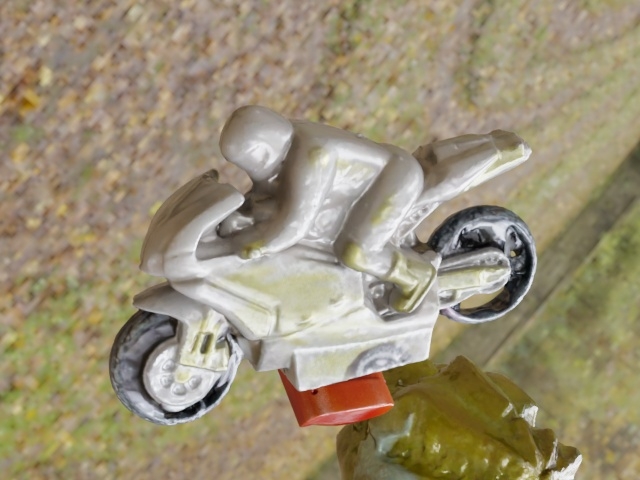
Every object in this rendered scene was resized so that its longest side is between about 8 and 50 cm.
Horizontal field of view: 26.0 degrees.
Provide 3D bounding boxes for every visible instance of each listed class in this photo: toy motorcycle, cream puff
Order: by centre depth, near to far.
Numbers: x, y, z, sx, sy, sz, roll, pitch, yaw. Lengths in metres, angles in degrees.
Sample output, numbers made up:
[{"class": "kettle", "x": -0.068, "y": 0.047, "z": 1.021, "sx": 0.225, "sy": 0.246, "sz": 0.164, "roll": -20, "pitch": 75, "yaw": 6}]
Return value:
[{"class": "toy motorcycle", "x": 0.000, "y": 0.000, "z": 1.015, "sx": 0.341, "sy": 0.108, "sz": 0.223, "roll": -14, "pitch": 111, "yaw": -15}, {"class": "cream puff", "x": 0.203, "y": 0.298, "z": 1.780, "sx": 0.275, "sy": 0.378, "sz": 0.378, "roll": -35, "pitch": 177, "yaw": 31}]

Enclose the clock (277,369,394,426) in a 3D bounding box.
[{"class": "clock", "x": 0.009, "y": 0.113, "z": 1.424, "sx": 0.113, "sy": 0.155, "sz": 0.061, "roll": -3, "pitch": 152, "yaw": -40}]
